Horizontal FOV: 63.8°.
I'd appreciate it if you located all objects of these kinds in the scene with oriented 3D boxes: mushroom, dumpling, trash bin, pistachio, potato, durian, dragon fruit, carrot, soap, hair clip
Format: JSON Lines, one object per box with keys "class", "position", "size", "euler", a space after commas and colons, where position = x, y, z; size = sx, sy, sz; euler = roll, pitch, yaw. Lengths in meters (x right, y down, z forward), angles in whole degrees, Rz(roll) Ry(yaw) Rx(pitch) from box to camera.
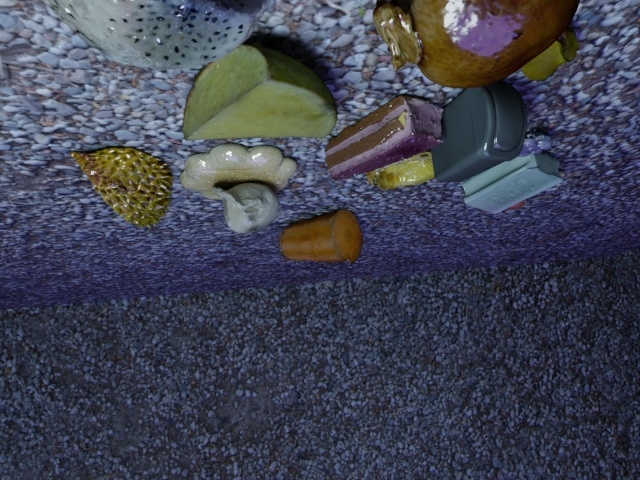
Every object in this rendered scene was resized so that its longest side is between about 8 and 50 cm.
{"class": "mushroom", "position": [0.214, -0.319, 0.698], "size": [0.283, 0.195, 0.263], "euler": [-12, 170, 21]}
{"class": "dumpling", "position": [-0.204, -0.094, 1.361], "size": [0.172, 0.142, 0.247], "euler": [26, -179, 18]}
{"class": "trash bin", "position": [0.332, -0.234, 1.110], "size": [0.101, 0.177, 0.236], "euler": [-2, 168, -20]}
{"class": "pistachio", "position": [0.422, -0.352, 0.942], "size": [0.089, 0.049, 0.173], "euler": [16, 173, 16]}
{"class": "potato", "position": [-0.087, -0.261, 0.966], "size": [0.269, 0.112, 0.255], "euler": [-16, 167, 43]}
{"class": "durian", "position": [-0.452, -0.122, 1.271], "size": [0.153, 0.186, 0.260], "euler": [-5, 180, 21]}
{"class": "dragon fruit", "position": [-0.206, -0.295, 0.579], "size": [0.283, 0.221, 0.204], "euler": [5, 156, -45]}
{"class": "carrot", "position": [0.000, 0.000, 1.871], "size": [0.254, 0.196, 0.196], "euler": [-9, 167, 36]}
{"class": "soap", "position": [0.571, -0.175, 1.539], "size": [0.150, 0.094, 0.261], "euler": [10, 156, -31]}
{"class": "hair clip", "position": [0.522, -0.257, 1.378], "size": [0.124, 0.052, 0.195], "euler": [12, 167, -25]}

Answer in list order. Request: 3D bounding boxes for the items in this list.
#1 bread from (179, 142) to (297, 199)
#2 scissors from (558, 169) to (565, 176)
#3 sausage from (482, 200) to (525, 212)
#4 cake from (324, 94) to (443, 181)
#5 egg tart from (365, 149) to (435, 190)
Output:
{"class": "bread", "position": [-0.215, -0.171, 1.364], "size": [0.316, 0.054, 0.316], "euler": [-5, 163, -2]}
{"class": "scissors", "position": [0.626, -0.209, 1.622], "size": [0.317, 0.024, 0.160], "euler": [3, 163, -25]}
{"class": "sausage", "position": [0.648, -0.136, 1.831], "size": [0.154, 0.062, 0.062], "euler": [-8, 165, 9]}
{"class": "cake", "position": [0.126, -0.230, 1.164], "size": [0.295, 0.116, 0.113], "euler": [-19, 157, 32]}
{"class": "egg tart", "position": [0.218, -0.202, 1.350], "size": [0.212, 0.090, 0.212], "euler": [-7, 168, -2]}
